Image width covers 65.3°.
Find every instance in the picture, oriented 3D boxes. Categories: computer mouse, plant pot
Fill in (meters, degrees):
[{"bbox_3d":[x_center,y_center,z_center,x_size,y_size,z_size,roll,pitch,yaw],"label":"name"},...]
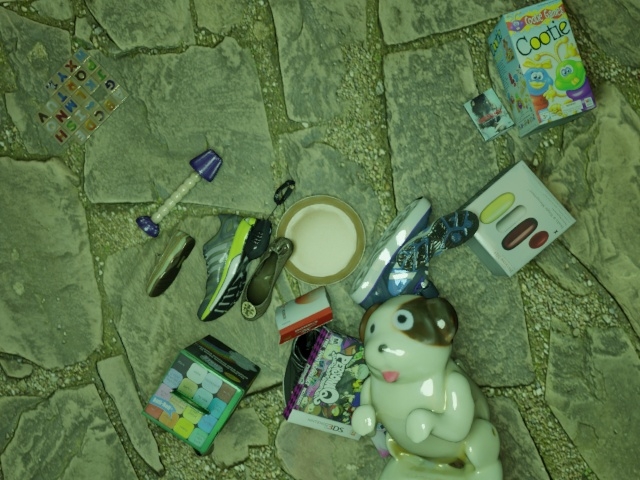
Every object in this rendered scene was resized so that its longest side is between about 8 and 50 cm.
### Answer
[{"bbox_3d":[-0.120,-0.054,1.285,0.041,0.071,0.242,21,74,24],"label":"computer mouse"},{"bbox_3d":[0.000,0.000,1.314,0.236,0.032,0.236,0,88,3],"label":"plant pot"}]

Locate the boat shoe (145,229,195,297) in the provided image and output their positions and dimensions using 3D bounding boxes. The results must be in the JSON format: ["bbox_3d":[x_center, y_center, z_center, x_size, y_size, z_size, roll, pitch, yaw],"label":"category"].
[{"bbox_3d":[-0.413,0.059,1.333,0.072,0.068,0.190,31,81,16],"label":"boat shoe"}]

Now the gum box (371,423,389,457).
[{"bbox_3d":[0.161,0.447,1.277,0.107,0.062,0.188,-30,87,3],"label":"gum box"}]

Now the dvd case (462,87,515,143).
[{"bbox_3d":[0.438,-0.325,1.297,0.087,0.013,0.119,-30,88,3],"label":"dvd case"}]

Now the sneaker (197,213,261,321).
[{"bbox_3d":[-0.256,0.067,1.305,0.121,0.111,0.300,21,85,19],"label":"sneaker"}]

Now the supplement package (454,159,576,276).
[{"bbox_3d":[0.456,-0.049,1.223,0.203,0.149,0.194,-41,86,1],"label":"supplement package"}]

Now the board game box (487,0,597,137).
[{"bbox_3d":[0.537,-0.417,1.226,0.142,0.144,0.275,-18,89,3],"label":"board game box"}]

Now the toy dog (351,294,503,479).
[{"bbox_3d":[0.237,0.314,1.092,0.395,0.284,0.408,-37,110,-39],"label":"toy dog"}]

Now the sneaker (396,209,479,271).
[{"bbox_3d":[0.262,-0.006,1.146,0.211,0.081,0.080,-28,94,1],"label":"sneaker"}]

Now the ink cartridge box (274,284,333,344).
[{"bbox_3d":[-0.045,0.181,1.239,0.145,0.179,0.045,-26,98,3],"label":"ink cartridge box"}]

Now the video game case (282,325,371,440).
[{"bbox_3d":[0.049,0.344,1.190,0.210,0.042,0.232,25,90,-25],"label":"video game case"}]

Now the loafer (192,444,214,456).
[{"bbox_3d":[-0.328,0.503,1.318,0.056,0.050,0.148,-30,87,3],"label":"loafer"}]

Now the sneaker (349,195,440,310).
[{"bbox_3d":[0.247,0.081,1.259,0.236,0.130,0.323,35,86,-6],"label":"sneaker"}]

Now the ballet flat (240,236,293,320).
[{"bbox_3d":[-0.146,0.102,1.291,0.084,0.058,0.250,33,104,13],"label":"ballet flat"}]

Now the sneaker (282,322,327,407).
[{"bbox_3d":[-0.043,0.330,1.254,0.104,0.147,0.296,10,91,2],"label":"sneaker"}]

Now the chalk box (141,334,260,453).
[{"bbox_3d":[-0.285,0.366,1.198,0.180,0.289,0.179,32,91,4],"label":"chalk box"}]

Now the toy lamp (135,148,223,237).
[{"bbox_3d":[-0.369,-0.130,1.322,0.274,0.080,0.080,-43,86,3],"label":"toy lamp"}]

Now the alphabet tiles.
[{"bbox_3d":[-0.676,-0.387,1.382,0.198,0.009,0.237,45,92,4],"label":"alphabet tiles"}]
